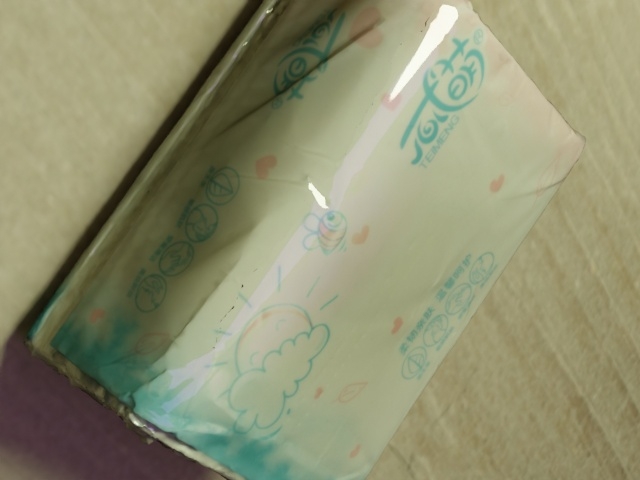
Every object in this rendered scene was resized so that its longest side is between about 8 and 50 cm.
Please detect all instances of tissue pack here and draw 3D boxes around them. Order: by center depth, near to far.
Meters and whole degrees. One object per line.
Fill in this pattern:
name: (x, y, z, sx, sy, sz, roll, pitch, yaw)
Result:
tissue pack: (0.001, 0.001, 0.871, 0.271, 0.124, 0.201, -56, 142, -4)
